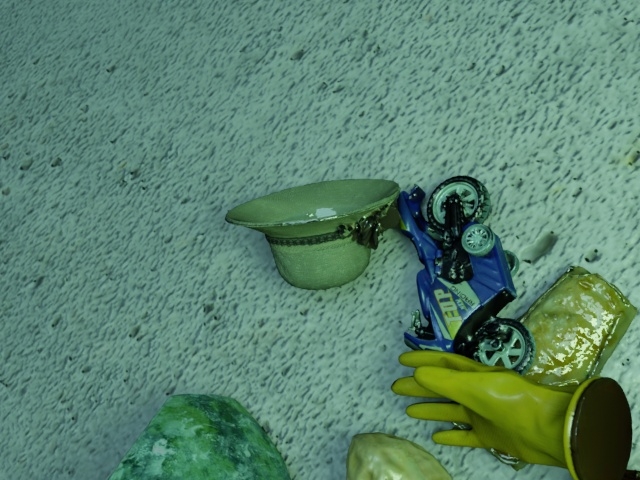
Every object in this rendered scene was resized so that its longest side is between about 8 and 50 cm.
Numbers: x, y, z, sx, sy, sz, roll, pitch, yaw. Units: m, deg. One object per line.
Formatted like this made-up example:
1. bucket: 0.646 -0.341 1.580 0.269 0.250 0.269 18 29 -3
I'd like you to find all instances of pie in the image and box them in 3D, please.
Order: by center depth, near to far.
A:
1. pie: 0.283 0.163 0.900 0.129 0.068 0.282 37 93 27

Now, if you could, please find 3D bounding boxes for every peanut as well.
1. peanut: 0.147 0.362 0.840 0.140 0.153 0.325 -46 71 -3

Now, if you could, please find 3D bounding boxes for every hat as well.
1. hat: 0.000 0.000 1.006 0.257 0.257 0.130 -5 106 19

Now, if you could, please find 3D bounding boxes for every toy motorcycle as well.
1. toy motorcycle: 0.178 0.052 0.950 0.169 0.113 0.315 -25 57 25

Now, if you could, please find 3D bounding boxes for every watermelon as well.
1. watermelon: -0.199 0.387 0.936 0.228 0.387 0.258 38 132 3

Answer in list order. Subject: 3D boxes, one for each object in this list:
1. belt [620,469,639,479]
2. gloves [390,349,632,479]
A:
1. belt: 0.394 0.302 0.721 0.184 0.261 0.105 7 79 -11
2. gloves: 0.198 0.203 0.824 0.294 0.116 0.133 -2 99 50
